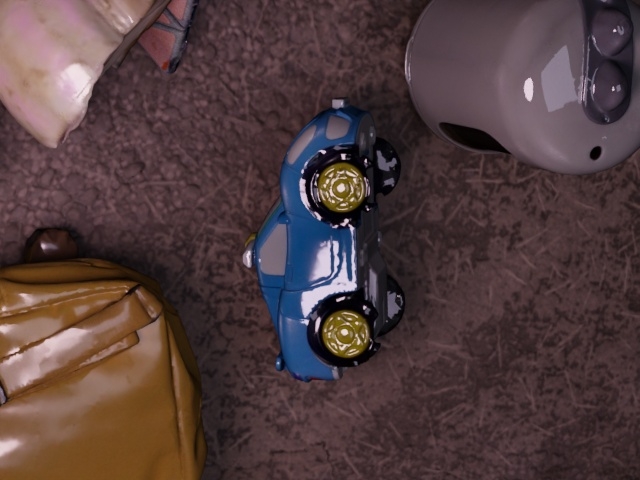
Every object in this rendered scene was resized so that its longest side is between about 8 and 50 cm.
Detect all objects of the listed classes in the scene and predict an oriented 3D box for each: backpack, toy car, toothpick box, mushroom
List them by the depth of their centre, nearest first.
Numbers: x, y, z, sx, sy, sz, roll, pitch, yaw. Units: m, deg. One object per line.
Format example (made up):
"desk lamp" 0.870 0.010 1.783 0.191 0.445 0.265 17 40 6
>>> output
"mushroom" -0.275 -0.208 1.810 0.173 0.162 0.236 36 126 -10
"backpack" -0.307 0.174 1.900 0.378 0.201 0.353 -3 101 -20
"toothpick box" 0.247 -0.193 1.993 0.229 0.316 0.229 -4 101 -22
"toy car" 0.000 0.000 2.017 0.166 0.198 0.314 0 100 10

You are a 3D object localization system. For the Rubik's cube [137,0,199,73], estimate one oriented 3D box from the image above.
"Rubik's cube" -0.169 -0.336 1.886 0.229 0.228 0.233 -29 71 24
